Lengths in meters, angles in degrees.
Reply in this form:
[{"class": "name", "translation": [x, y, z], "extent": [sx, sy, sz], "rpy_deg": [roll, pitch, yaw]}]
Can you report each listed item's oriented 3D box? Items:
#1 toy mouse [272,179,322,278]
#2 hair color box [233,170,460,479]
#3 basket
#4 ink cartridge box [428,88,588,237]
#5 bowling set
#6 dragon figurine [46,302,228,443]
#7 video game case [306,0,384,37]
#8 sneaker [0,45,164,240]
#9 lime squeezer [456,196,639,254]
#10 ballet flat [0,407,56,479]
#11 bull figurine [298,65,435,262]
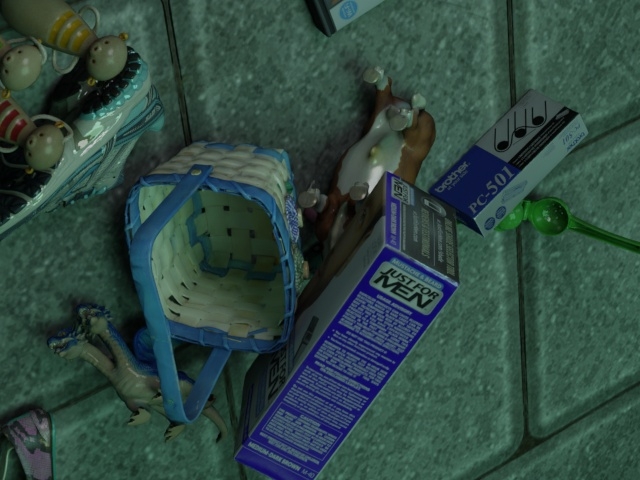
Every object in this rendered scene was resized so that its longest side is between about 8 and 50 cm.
[{"class": "toy mouse", "translation": [0.000, 0.000, 2.202], "extent": [0.143, 0.031, 0.161], "rpy_deg": [0, 114, -40]}, {"class": "hair color box", "translation": [0.028, 0.107, 1.993], "extent": [0.110, 0.185, 0.339], "rpy_deg": [30, 115, -13]}, {"class": "basket", "translation": [-0.128, 0.028, 1.948], "extent": [0.289, 0.201, 0.254], "rpy_deg": [-56, 148, -46]}, {"class": "ink cartridge box", "translation": [0.252, -0.105, 2.306], "extent": [0.207, 0.097, 0.046], "rpy_deg": [-44, 134, -11]}, {"class": "bowling set", "translation": [-0.344, -0.136, 1.709], "extent": [0.287, 0.154, 0.200], "rpy_deg": [-58, 161, 4]}, {"class": "dragon figurine", "translation": [-0.203, 0.159, 2.072], "extent": [0.085, 0.144, 0.289], "rpy_deg": [-45, 146, 14]}, {"class": "video game case", "translation": [0.064, -0.404, 1.989], "extent": [0.248, 0.035, 0.275], "rpy_deg": [-33, 135, -10]}, {"class": "sneaker", "translation": [-0.274, -0.076, 1.878], "extent": [0.283, 0.110, 0.122], "rpy_deg": [-45, 138, -10]}, {"class": "lime squeezer", "translation": [0.289, -0.021, 2.391], "extent": [0.310, 0.110, 0.059], "rpy_deg": [7, 131, -10]}, {"class": "ballet flat", "translation": [-0.346, 0.303, 2.069], "extent": [0.079, 0.077, 0.221], "rpy_deg": [-11, 118, -14]}, {"class": "bull figurine", "translation": [0.055, -0.059, 2.119], "extent": [0.188, 0.101, 0.310], "rpy_deg": [67, 42, -65]}]
